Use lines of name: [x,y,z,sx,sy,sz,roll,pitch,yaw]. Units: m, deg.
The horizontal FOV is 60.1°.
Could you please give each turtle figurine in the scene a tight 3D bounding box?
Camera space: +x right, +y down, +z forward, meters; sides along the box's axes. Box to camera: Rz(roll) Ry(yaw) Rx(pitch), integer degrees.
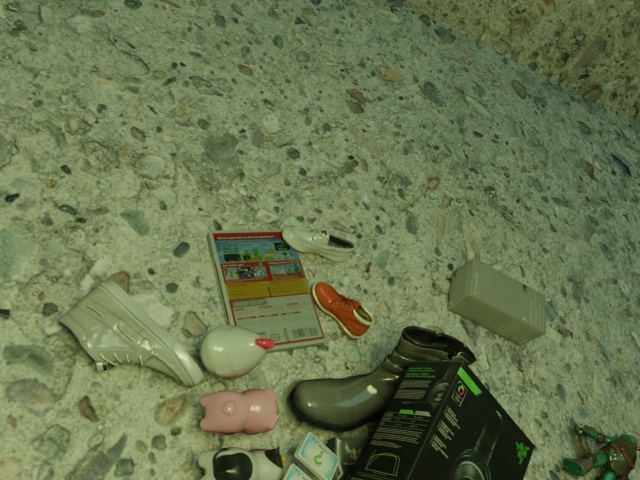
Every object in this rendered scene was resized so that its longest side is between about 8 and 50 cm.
turtle figurine: [0.678,0.512,1.307,0.234,0.118,0.175,-20,70,-32]

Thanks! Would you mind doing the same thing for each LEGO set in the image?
LEGO set: [0.038,0.455,0.894,0.244,0.060,0.182,45,40,-6]

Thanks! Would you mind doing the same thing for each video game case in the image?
video game case: [-0.118,0.102,1.192,0.204,0.025,0.285,-2,60,-30]

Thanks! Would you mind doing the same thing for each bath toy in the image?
bath toy: [-0.126,0.313,0.951,0.151,0.129,0.348,44,36,-63]

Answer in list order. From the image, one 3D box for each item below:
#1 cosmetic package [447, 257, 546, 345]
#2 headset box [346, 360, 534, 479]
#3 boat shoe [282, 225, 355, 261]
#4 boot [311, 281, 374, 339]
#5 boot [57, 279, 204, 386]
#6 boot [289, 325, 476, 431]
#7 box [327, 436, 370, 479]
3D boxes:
cosmetic package: [0.456,0.159,1.430,0.238,0.107,0.127,27,52,-15]
headset box: [0.216,0.377,0.944,0.246,0.131,0.283,50,55,-17]
boat shoe: [0.000,0.000,1.289,0.184,0.063,0.066,25,43,-26]
boot: [0.051,0.141,1.219,0.158,0.084,0.059,45,50,3]
boot: [-0.336,0.195,0.974,0.258,0.095,0.123,41,58,7]
boot: [0.121,0.255,1.077,0.338,0.222,0.118,8,31,-30]
box: [0.131,0.463,1.024,0.231,0.056,0.183,7,62,-16]
